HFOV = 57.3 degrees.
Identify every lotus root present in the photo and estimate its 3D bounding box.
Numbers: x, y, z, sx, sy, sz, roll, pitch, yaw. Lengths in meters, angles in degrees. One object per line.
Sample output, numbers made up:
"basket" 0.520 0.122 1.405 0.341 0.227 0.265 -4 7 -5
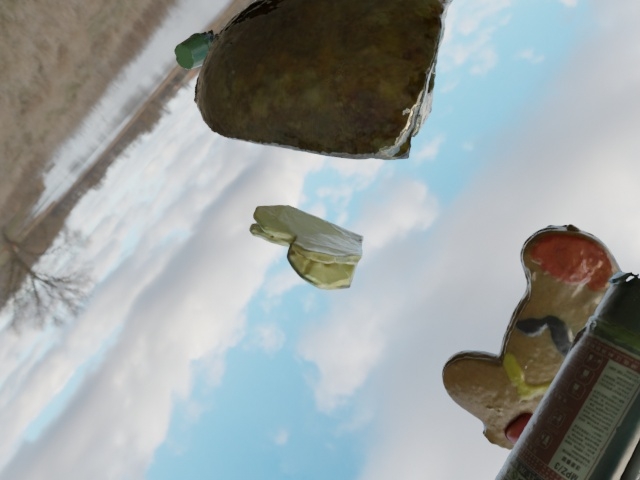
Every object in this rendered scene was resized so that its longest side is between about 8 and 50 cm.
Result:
"lotus root" -0.011 -0.195 0.611 0.314 0.142 0.210 16 -140 32

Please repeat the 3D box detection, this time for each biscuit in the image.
"biscuit" 0.419 0.210 0.933 0.394 0.368 0.076 -64 168 23

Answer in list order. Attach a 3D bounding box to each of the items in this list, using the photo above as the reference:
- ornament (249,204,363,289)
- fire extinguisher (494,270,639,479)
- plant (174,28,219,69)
"ornament" 0.000 0.000 0.927 0.201 0.180 0.059 38 -59 41
"fire extinguisher" 0.179 0.167 0.416 0.294 0.093 0.118 -60 -168 3
"plant" -0.181 -0.306 0.924 0.051 0.051 0.102 -25 -164 48
